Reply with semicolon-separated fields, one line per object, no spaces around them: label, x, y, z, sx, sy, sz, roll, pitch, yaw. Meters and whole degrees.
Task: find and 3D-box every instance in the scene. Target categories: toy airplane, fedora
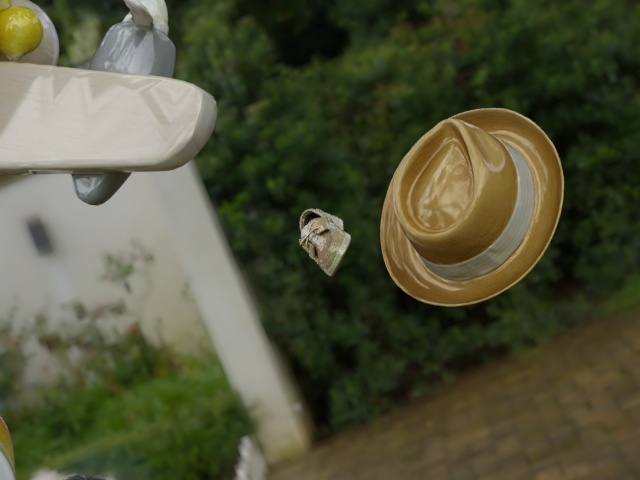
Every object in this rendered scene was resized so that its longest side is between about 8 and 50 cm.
toy airplane;-0.294;-0.117;1.378;0.384;0.386;0.272;-44;-12;26
fedora;0.119;-0.041;1.576;0.194;0.194;0.079;-22;-34;20

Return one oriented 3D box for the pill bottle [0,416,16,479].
pill bottle;-0.357;0.215;1.695;0.136;0.136;0.245;-23;10;-7

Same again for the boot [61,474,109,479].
boot;-0.141;0.314;1.630;0.246;0.161;0.083;13;29;16

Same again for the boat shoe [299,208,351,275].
boat shoe;0.000;0.000;1.885;0.050;0.045;0.135;-62;12;9
